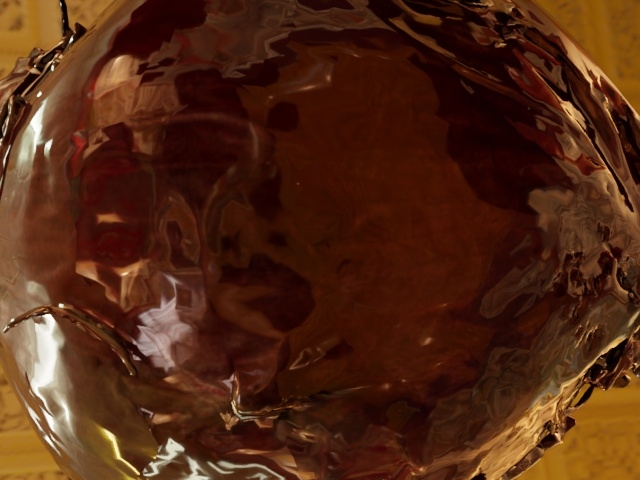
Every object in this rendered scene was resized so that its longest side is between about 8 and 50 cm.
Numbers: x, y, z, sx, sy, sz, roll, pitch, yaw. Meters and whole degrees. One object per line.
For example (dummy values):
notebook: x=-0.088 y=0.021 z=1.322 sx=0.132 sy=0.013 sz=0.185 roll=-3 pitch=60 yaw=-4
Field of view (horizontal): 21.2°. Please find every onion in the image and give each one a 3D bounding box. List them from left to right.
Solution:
onion: x=-0.020 y=0.001 z=0.604 sx=0.281 sy=0.281 sz=0.221 roll=-2 pitch=-89 yaw=-36
